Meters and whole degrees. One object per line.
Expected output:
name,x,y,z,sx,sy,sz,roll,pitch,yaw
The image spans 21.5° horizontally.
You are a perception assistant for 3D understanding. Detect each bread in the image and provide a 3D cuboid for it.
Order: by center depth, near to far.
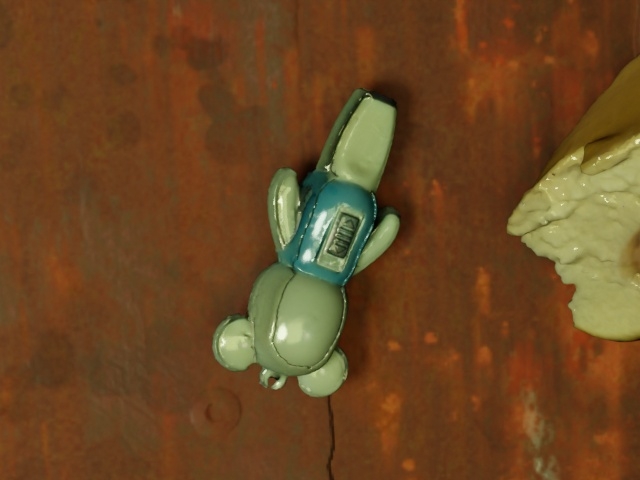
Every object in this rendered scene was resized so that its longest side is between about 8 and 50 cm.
bread,0.281,-0.025,1.239,0.224,0.211,0.183,-42,111,-6

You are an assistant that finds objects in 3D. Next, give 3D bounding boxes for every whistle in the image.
whistle,0.000,0.000,1.268,0.114,0.077,0.235,20,90,-22
